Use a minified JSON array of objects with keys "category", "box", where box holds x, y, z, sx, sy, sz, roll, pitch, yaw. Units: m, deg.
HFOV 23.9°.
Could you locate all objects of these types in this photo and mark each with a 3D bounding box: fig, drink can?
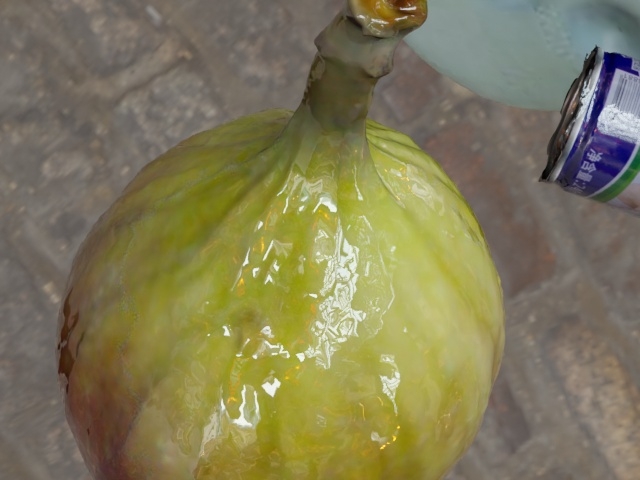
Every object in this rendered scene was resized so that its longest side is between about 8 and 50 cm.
[{"category":"fig","box":[0.009,0.013,0.483,0.143,0.231,0.160,40,46,-11]},{"category":"drink can","box":[0.262,-0.039,0.938,0.235,0.097,0.097,20,62,1]}]

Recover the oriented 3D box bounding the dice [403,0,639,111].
[{"category":"dice","box":[0.187,-0.271,1.089,0.265,0.262,0.268,-57,133,-33]}]
